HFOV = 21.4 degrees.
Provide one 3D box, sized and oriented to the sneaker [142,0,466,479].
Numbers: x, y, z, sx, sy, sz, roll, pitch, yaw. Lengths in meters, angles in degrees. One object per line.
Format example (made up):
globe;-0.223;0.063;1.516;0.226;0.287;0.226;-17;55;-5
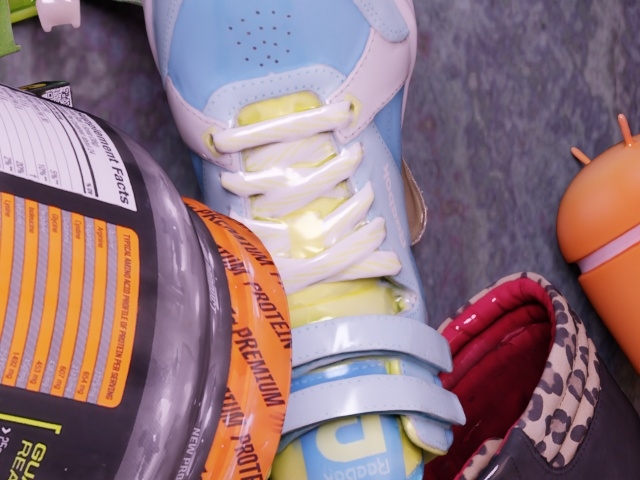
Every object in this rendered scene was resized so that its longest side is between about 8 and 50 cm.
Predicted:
sneaker;0.000;0.000;0.769;0.319;0.127;0.208;75;5;-50

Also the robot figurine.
robot figurine;0.238;0.021;1.093;0.219;0.128;0.158;57;27;4

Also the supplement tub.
supplement tub;-0.189;0.026;0.613;0.338;0.207;0.207;19;80;-37

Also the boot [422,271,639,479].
boot;0.115;0.233;1.017;0.377;0.138;0.284;-54;126;-25

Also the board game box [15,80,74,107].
board game box;-0.157;0.064;0.801;0.136;0.030;0.260;-20;107;-41

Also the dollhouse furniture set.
dollhouse furniture set;-0.112;-0.134;0.792;0.151;0.076;0.059;-27;120;-41

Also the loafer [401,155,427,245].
loafer;0.022;-0.044;0.958;0.148;0.050;0.056;51;59;-35
